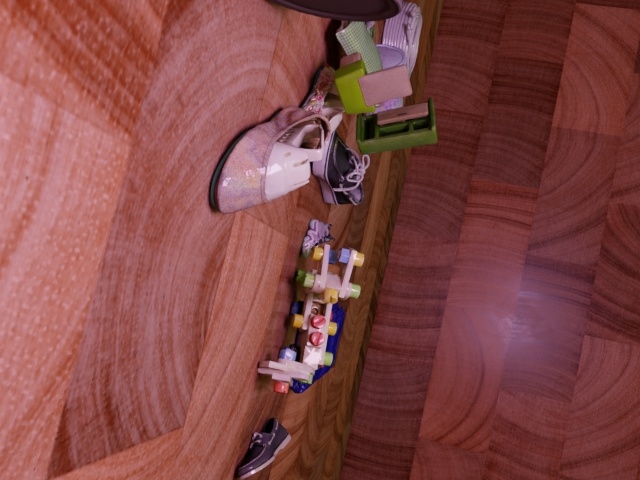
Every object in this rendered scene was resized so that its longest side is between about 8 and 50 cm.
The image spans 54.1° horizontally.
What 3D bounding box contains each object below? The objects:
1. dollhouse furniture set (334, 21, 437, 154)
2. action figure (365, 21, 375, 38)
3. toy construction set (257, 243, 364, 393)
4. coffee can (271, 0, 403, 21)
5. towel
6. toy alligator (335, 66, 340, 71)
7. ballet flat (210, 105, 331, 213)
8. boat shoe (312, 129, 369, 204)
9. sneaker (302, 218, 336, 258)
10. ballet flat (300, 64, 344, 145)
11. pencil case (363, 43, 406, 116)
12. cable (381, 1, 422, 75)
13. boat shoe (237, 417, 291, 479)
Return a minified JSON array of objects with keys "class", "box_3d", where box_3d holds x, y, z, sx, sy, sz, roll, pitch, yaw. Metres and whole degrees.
[{"class":"dollhouse furniture set","box_3d":[0.130,-0.344,1.232,0.197,0.152,0.301,65,22,-43]},{"class":"action figure","box_3d":[0.116,-0.536,1.460,0.137,0.064,0.232,-66,167,-55]},{"class":"toy construction set","box_3d":[-0.014,0.177,1.318,0.327,0.151,0.215,-65,-172,-21]},{"class":"coffee can","box_3d":[0.031,-0.450,0.805,0.201,0.202,0.275,-13,114,-77]},{"class":"towel","box_3d":[0.001,0.272,1.649,0.308,0.076,0.227,13,88,-78]},{"class":"toy alligator","box_3d":[0.057,-0.344,1.398,0.051,0.056,0.190,-38,176,12]},{"class":"ballet flat","box_3d":[-0.056,-0.130,0.942,0.316,0.106,0.107,-61,159,-53]},{"class":"boat shoe","box_3d":[0.051,-0.156,1.404,0.306,0.105,0.113,76,28,-64]},{"class":"sneaker","box_3d":[0.000,0.000,1.404,0.038,0.069,0.098,74,30,-64]},{"class":"ballet flat","box_3d":[0.009,-0.250,1.193,0.091,0.077,0.240,87,19,-48]},{"class":"pencil case","box_3d":[0.170,-0.394,1.704,0.124,0.114,0.273,-59,159,-30]},{"class":"cable","box_3d":[0.247,-0.597,1.924,0.257,0.089,0.256,-61,160,-56]},{"class":"boat shoe","box_3d":[-0.128,0.433,1.309,0.064,0.075,0.206,59,19,5]}]
